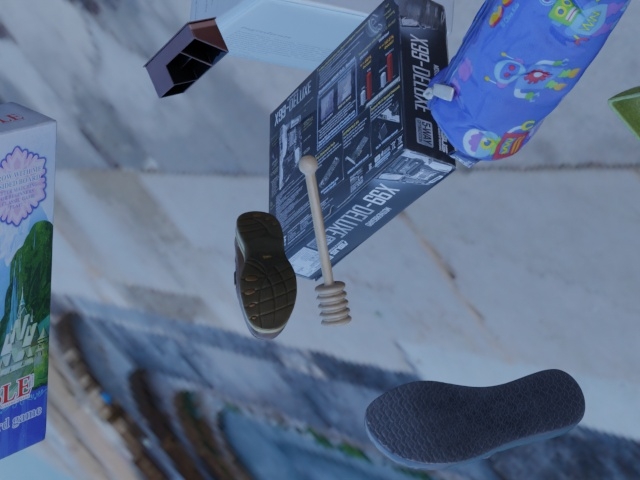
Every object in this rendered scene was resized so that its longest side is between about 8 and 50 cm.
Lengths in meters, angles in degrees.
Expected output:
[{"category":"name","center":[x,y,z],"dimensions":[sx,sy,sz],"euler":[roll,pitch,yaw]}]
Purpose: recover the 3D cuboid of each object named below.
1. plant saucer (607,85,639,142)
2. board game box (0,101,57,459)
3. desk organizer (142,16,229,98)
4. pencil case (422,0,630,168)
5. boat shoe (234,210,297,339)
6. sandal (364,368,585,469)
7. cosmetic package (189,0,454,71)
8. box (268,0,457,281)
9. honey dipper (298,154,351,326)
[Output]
[{"category":"plant saucer","center":[0.466,-0.137,1.594],"dimensions":[0.188,0.045,0.188],"euler":[-8,138,48]},{"category":"board game box","center":[-0.358,0.070,1.106],"dimensions":[0.066,0.318,0.318],"euler":[22,117,33]},{"category":"desk organizer","center":[-0.175,-0.237,1.770],"dimensions":[0.130,0.047,0.050],"euler":[-32,80,51]},{"category":"pencil case","center":[0.197,-0.199,1.283],"dimensions":[0.306,0.133,0.119],"euler":[120,145,-54]},{"category":"boat shoe","center":[-0.064,0.046,1.498],"dimensions":[0.178,0.064,0.060],"euler":[-100,17,-46]},{"category":"sandal","center":[0.168,0.201,1.482],"dimensions":[0.054,0.254,0.097],"euler":[119,144,-59]},{"category":"cosmetic package","center":[0.000,-0.481,2.236],"dimensions":[0.327,0.330,0.393],"euler":[8,174,-21]},{"category":"box","center":[0.041,-0.125,1.673],"dimensions":[0.076,0.242,0.307],"euler":[18,143,-27]},{"category":"honey dipper","center":[0.000,0.000,1.255],"dimensions":[0.030,0.030,0.161],"euler":[8,112,60]}]
